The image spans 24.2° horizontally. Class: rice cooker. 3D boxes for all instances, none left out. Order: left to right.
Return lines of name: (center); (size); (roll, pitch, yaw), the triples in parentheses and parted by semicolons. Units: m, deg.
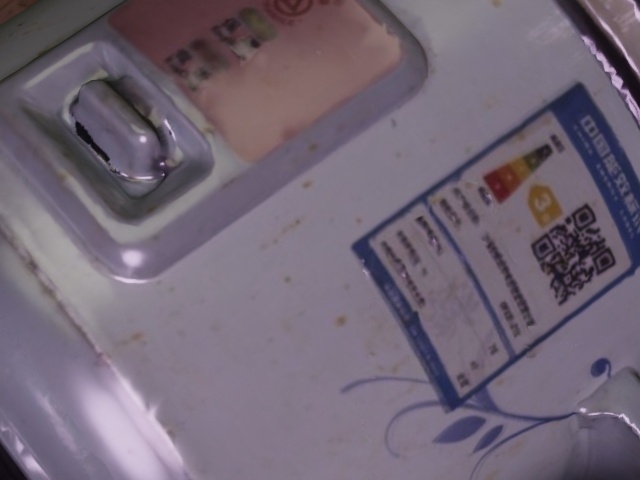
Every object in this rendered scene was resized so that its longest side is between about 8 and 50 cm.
rice cooker: (0.000, 0.000, 0.520); (0.316, 0.264, 0.317); (-4, 55, 6)
